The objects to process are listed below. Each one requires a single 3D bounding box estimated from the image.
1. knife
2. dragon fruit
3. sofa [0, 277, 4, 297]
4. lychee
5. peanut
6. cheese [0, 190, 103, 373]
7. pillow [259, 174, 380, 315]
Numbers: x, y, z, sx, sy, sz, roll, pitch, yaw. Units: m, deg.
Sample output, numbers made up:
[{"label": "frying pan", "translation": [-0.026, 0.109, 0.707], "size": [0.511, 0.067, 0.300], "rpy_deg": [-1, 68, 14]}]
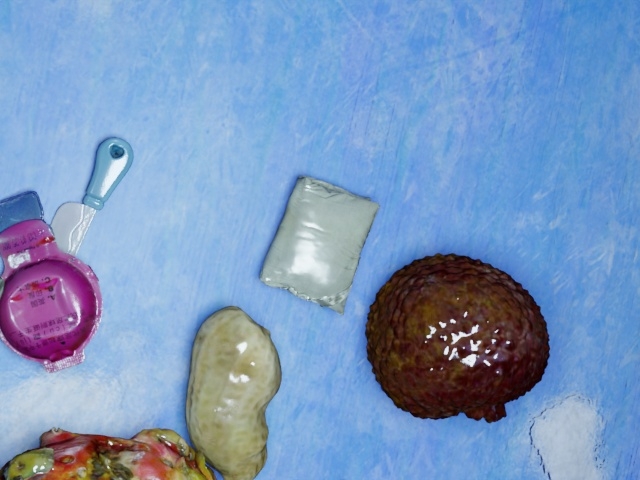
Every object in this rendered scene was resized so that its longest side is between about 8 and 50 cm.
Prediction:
[{"label": "knife", "translation": [-0.333, -0.034, 1.413], "size": [0.058, 0.032, 0.244], "rpy_deg": [30, 88, -14]}, {"label": "dragon fruit", "translation": [-0.256, 0.362, 1.342], "size": [0.263, 0.314, 0.296], "rpy_deg": [-30, 77, -30]}, {"label": "sofa", "translation": [-0.516, 0.080, 1.241], "size": [0.210, 0.225, 0.176], "rpy_deg": [30, 84, -9]}, {"label": "lychee", "translation": [0.197, 0.139, 1.469], "size": [0.261, 0.260, 0.260], "rpy_deg": [-1, 92, -17]}, {"label": "peanut", "translation": [-0.120, 0.219, 1.437], "size": [0.137, 0.122, 0.253], "rpy_deg": [8, 92, -27]}, {"label": "cheese", "translation": [-0.378, 0.057, 1.376], "size": [0.155, 0.062, 0.244], "rpy_deg": [-20, 85, 0]}, {"label": "pillow", "translation": [0.000, 0.000, 1.488], "size": [0.134, 0.078, 0.181], "rpy_deg": [23, 84, -17]}]
